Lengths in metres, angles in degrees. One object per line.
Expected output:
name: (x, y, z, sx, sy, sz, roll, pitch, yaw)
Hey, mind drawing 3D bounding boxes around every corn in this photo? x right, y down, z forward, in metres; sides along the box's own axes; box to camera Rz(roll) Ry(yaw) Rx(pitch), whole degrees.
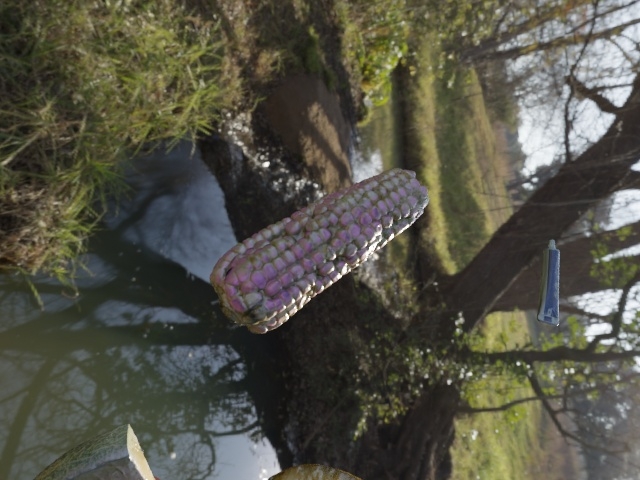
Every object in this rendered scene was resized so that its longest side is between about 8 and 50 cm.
corn: (0.001, 0.001, 0.736, 0.126, 0.335, 0.126, 49, -16, 20)

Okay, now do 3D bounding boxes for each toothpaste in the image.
toothpaste: (0.514, 0.090, 1.172, 0.035, 0.057, 0.197, 144, -41, -66)

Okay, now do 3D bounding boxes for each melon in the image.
melon: (-0.287, 0.293, 0.602, 0.054, 0.182, 0.098, -135, -152, -76)

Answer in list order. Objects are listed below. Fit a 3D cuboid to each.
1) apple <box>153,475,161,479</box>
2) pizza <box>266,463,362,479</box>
apple: (-0.477, 0.652, 1.242, 0.234, 0.234, 0.234, -10, 90, -74)
pizza: (0.010, 0.381, 0.571, 0.034, 0.181, 0.262, 75, 8, -54)
